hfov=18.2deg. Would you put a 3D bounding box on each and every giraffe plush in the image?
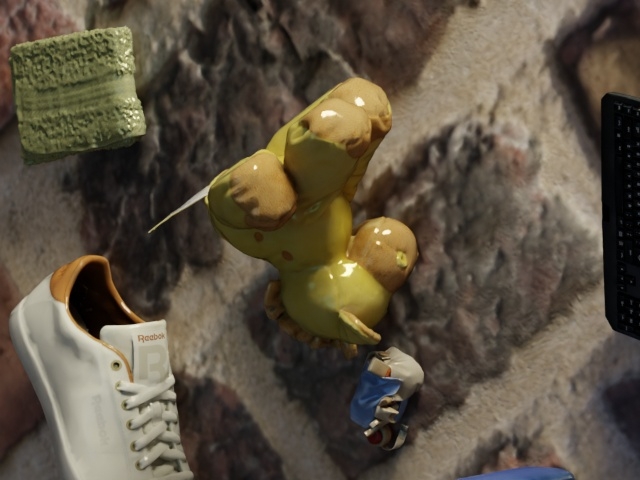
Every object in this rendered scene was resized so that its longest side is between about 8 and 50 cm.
[{"bbox_3d":[0.000,0.000,1.524,0.210,0.181,0.170,-36,95,23],"label":"giraffe plush"}]

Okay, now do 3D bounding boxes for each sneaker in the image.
[{"bbox_3d":[-0.162,0.142,1.678,0.123,0.106,0.290,-44,68,34],"label":"sneaker"}]

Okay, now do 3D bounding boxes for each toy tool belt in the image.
[{"bbox_3d":[0.043,0.126,1.558,0.052,0.051,0.083,27,111,32],"label":"toy tool belt"}]

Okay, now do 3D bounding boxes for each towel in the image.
[{"bbox_3d":[-0.213,-0.127,1.735,0.148,0.027,0.110,-9,89,38],"label":"towel"}]

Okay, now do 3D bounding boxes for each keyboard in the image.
[{"bbox_3d":[0.229,-0.003,1.374,0.100,0.038,0.192,17,127,35],"label":"keyboard"}]

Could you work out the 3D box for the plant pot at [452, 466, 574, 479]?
[{"bbox_3d":[0.124,0.298,1.412,0.212,0.236,0.236,44,119,31],"label":"plant pot"}]
